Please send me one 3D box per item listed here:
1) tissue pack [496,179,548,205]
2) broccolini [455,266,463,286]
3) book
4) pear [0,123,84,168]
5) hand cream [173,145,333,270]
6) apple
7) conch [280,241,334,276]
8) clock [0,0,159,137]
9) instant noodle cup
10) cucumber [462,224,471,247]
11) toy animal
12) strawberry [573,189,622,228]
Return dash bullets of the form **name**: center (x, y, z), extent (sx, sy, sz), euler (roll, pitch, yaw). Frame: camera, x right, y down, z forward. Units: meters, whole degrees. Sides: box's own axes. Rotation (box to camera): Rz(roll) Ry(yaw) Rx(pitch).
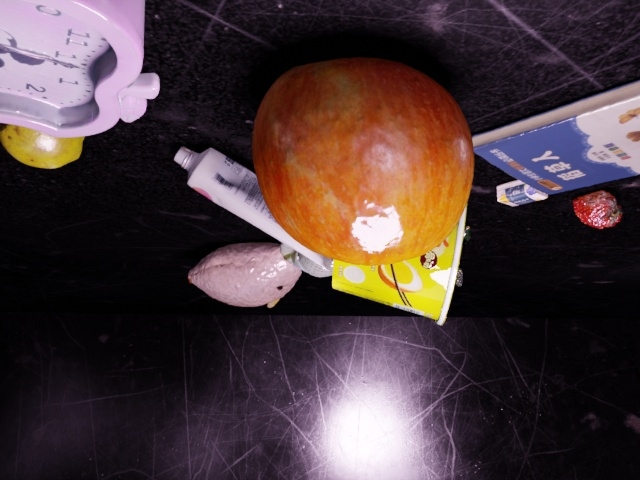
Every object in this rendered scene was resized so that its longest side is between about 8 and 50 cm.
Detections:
- **tissue pack**: center (0.410, -0.099, 1.176), extent (0.062, 0.042, 0.083), euler (11, 162, -42)
- **broccolini**: center (0.283, 0.104, 1.953), extent (0.393, 0.078, 0.074), euler (7, 176, 5)
- **book**: center (0.500, -0.168, 0.916), extent (0.300, 0.039, 0.428), euler (15, 160, -42)
- **pear**: center (-0.420, -0.163, 0.866), extent (0.107, 0.107, 0.131), euler (-9, 165, 34)
- **hand cream**: center (-0.114, -0.067, 1.061), extent (0.341, 0.124, 0.077), euler (33, 128, -12)
- **apple**: center (0.057, -0.093, 0.792), extent (0.302, 0.301, 0.301), euler (1, 165, 0)
- **conch**: center (0.001, -0.005, 1.398), extent (0.172, 0.131, 0.200), euler (28, 130, -7)
- **clock**: center (-0.339, -0.229, 0.632), extent (0.339, 0.102, 0.338), euler (0, 166, 0)
- **instant noodle cup**: center (0.153, -0.003, 1.141), extent (0.222, 0.311, 0.311), euler (9, 166, 7)
- **cucumber**: center (0.334, 0.016, 1.569), extent (0.072, 0.072, 0.300), euler (3, 164, -8)
- **toy animal**: center (-0.214, 0.103, 1.701), extent (0.359, 0.188, 0.226), euler (-3, 159, 17)
- **strawberry**: center (0.584, -0.068, 1.226), extent (0.083, 0.083, 0.096), euler (11, -165, -32)
